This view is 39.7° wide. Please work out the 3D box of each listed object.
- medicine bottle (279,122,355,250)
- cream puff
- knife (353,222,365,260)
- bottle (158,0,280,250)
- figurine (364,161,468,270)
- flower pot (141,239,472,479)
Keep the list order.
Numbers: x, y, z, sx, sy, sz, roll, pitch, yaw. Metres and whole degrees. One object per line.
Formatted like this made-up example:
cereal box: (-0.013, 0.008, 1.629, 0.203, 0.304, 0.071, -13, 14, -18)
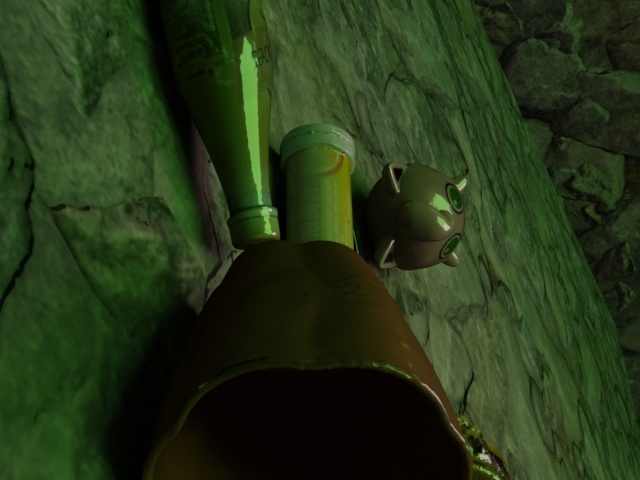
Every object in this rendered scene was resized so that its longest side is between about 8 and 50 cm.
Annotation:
medicine bottle: (0.000, 0.000, 0.798, 0.074, 0.074, 0.218, 45, 35, -48)
cream puff: (0.117, 0.224, 0.838, 0.104, 0.120, 0.133, -111, -173, -72)
knife: (0.059, 0.100, 0.933, 0.072, 0.019, 0.245, 17, 60, -69)
bottle: (-0.074, -0.123, 0.705, 0.083, 0.083, 0.269, 14, 61, -65)
figurine: (0.110, -0.026, 1.012, 0.138, 0.125, 0.125, 3, 69, -53)
flower pot: (-0.013, 0.096, 0.574, 0.190, 0.191, 0.173, 58, 11, -29)
